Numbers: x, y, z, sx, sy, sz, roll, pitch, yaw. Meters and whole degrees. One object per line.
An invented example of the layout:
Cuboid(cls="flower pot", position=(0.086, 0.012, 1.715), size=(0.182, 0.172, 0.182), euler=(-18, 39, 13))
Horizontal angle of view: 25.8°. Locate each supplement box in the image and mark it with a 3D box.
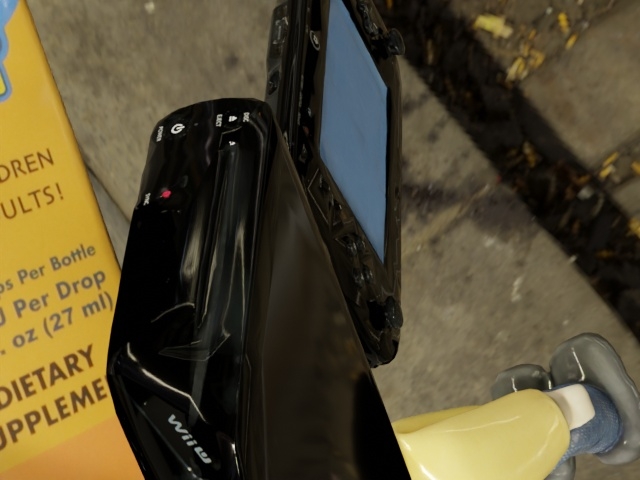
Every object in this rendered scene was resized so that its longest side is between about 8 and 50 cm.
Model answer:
Cuboid(cls="supplement box", position=(-0.121, -0.027, 0.388), size=(0.078, 0.080, 0.233), euler=(-26, 99, -41))

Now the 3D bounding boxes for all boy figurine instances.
Cuboid(cls="boy figurine", position=(0.052, 0.120, 0.735), size=(0.285, 0.177, 0.092), euler=(-6, 70, -46))

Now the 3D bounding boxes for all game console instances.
Cuboid(cls="game console", position=(0.000, 0.000, 0.497), size=(0.044, 0.213, 0.361), euler=(-9, 44, 12))
